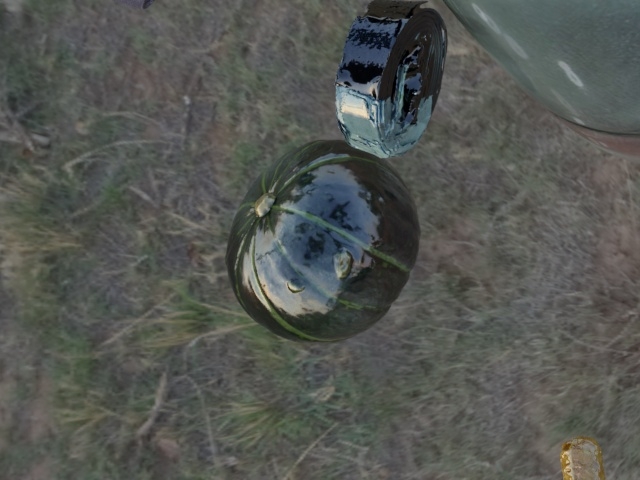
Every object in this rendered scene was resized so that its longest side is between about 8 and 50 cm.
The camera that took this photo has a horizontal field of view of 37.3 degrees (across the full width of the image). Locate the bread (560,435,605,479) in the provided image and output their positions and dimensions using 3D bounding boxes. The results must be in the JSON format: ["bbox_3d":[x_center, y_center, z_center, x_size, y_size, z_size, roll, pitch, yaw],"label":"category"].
[{"bbox_3d":[0.319,0.315,1.138,0.052,0.044,0.157,-9,79,30],"label":"bread"}]

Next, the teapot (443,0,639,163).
[{"bbox_3d":[0.176,-0.219,0.466,0.315,0.312,0.233,-43,50,21],"label":"teapot"}]

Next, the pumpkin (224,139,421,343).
[{"bbox_3d":[0.000,0.000,1.446,0.323,0.241,0.323,-42,35,39],"label":"pumpkin"}]

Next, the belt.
[{"bbox_3d":[0.064,-0.141,0.828,0.058,0.105,0.140,20,106,33],"label":"belt"}]

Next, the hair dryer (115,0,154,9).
[{"bbox_3d":[-0.354,-0.480,1.330,0.301,0.361,0.121,38,83,-5],"label":"hair dryer"}]
